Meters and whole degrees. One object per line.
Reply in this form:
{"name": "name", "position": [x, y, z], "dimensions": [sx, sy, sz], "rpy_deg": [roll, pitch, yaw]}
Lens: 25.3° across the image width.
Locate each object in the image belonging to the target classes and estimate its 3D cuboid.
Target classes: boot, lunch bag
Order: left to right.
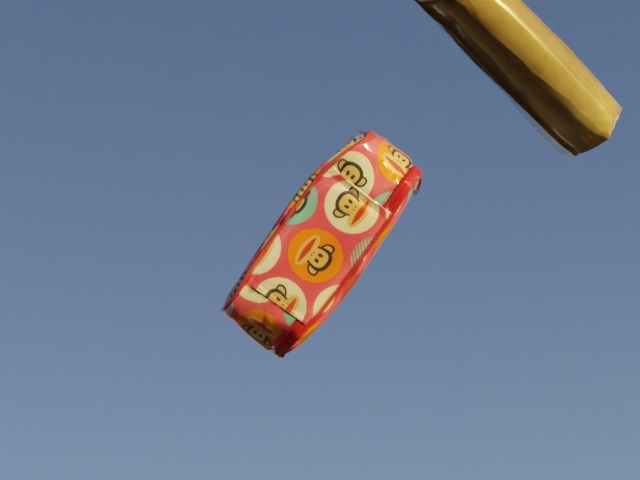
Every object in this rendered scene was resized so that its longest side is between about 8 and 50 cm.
{"name": "lunch bag", "position": [0.000, 0.000, 1.765], "dimensions": [0.293, 0.120, 0.258], "rpy_deg": [-52, 2, 2]}
{"name": "boot", "position": [0.165, -0.188, 1.237], "dimensions": [0.089, 0.269, 0.236], "rpy_deg": [-44, 11, 5]}
